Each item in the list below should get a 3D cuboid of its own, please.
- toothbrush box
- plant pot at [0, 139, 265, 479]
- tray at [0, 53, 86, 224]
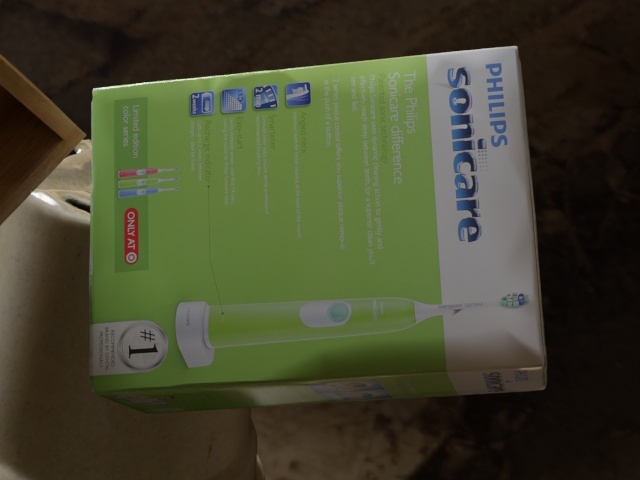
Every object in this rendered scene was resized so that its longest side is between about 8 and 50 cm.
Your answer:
[{"bbox_3d":[0.000,0.000,0.895,0.283,0.122,0.206,-6,76,10],"label":"toothbrush box"},{"bbox_3d":[-0.186,0.084,1.251,0.334,0.334,0.305,38,123,47],"label":"plant pot"},{"bbox_3d":[-0.363,0.015,0.873,0.411,0.203,0.076,-46,56,-2],"label":"tray"}]
